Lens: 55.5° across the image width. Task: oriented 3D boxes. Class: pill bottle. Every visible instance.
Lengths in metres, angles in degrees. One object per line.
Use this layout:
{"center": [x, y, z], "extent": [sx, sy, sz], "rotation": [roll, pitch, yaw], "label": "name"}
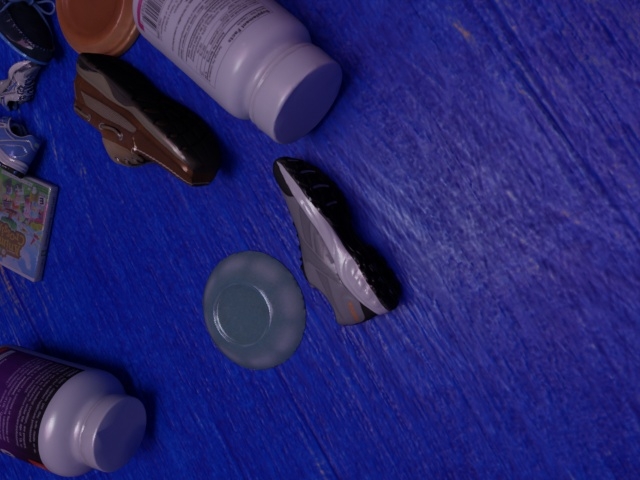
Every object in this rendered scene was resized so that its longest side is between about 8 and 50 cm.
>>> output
{"center": [-0.474, 0.300, 1.071], "extent": [0.322, 0.181, 0.182], "rotation": [8, 99, 25], "label": "pill bottle"}
{"center": [-0.115, -0.273, 0.857], "extent": [0.283, 0.160, 0.160], "rotation": [43, 111, 15], "label": "pill bottle"}

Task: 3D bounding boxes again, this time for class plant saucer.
{"center": [-0.383, -0.411, 1.039], "extent": [0.199, 0.037, 0.200], "rotation": [2, 96, 26], "label": "plant saucer"}
{"center": [-0.117, 0.115, 0.964], "extent": [0.194, 0.037, 0.195], "rotation": [3, 97, 25], "label": "plant saucer"}

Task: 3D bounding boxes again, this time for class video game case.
{"center": [-0.608, -0.046, 1.189], "extent": [0.212, 0.023, 0.194], "rotation": [22, 104, 22], "label": "video game case"}

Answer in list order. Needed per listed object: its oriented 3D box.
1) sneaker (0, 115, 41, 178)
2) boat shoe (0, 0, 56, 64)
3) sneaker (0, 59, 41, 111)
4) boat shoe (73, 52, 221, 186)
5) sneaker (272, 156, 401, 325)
{"center": [-0.607, -0.200, 1.155], "extent": [0.211, 0.080, 0.081], "rotation": [36, 84, 19], "label": "sneaker"}
{"center": [-0.545, -0.430, 1.078], "extent": [0.089, 0.109, 0.258], "rotation": [-40, 80, 20], "label": "boat shoe"}
{"center": [-0.553, -0.286, 1.131], "extent": [0.135, 0.052, 0.058], "rotation": [-28, 93, 32], "label": "sneaker"}
{"center": [-0.288, -0.179, 0.981], "extent": [0.324, 0.122, 0.120], "rotation": [42, 116, 25], "label": "boat shoe"}
{"center": [0.000, 0.000, 0.865], "extent": [0.108, 0.100, 0.272], "rotation": [-35, 80, 29], "label": "sneaker"}
